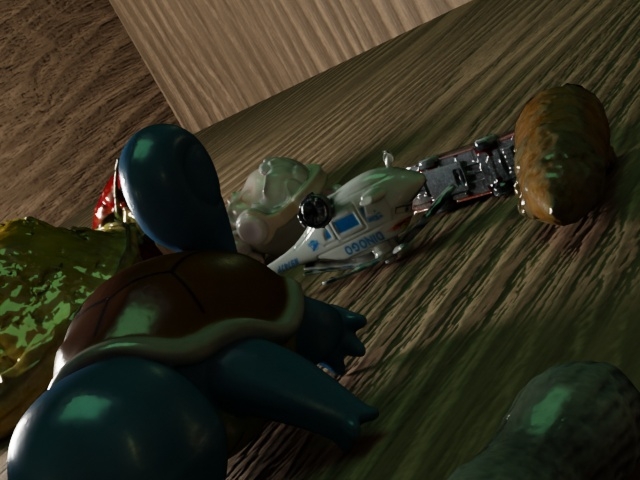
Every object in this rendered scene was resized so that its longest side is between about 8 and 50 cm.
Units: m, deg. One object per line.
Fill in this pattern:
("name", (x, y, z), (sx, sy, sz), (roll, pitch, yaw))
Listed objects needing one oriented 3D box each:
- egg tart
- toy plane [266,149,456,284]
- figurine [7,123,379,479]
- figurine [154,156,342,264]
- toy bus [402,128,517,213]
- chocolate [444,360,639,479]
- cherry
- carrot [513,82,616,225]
("egg tart", (-0.424, 0.101, 1.661), (0.443, 0.178, 0.443), (-35, 19, 14))
("toy plane", (0.003, -0.003, 1.361), (0.273, 0.107, 0.182), (-24, 7, 45))
("figurine", (-0.096, 0.096, 0.999), (0.298, 0.243, 0.416), (-16, 36, 18))
("figurine", (-0.089, -0.035, 1.618), (0.237, 0.141, 0.162), (-27, 16, 12))
("toy bus", (0.169, -0.079, 1.385), (0.077, 0.065, 0.192), (-30, 9, -41))
("chocolate", (0.112, 0.119, 0.650), (0.167, 0.072, 0.072), (-38, 14, -36))
("cherry", (-0.245, -0.037, 1.921), (0.175, 0.192, 0.249), (8, 11, 6))
("carrot", (0.216, -0.067, 1.149), (0.102, 0.102, 0.263), (-26, 13, 18))
